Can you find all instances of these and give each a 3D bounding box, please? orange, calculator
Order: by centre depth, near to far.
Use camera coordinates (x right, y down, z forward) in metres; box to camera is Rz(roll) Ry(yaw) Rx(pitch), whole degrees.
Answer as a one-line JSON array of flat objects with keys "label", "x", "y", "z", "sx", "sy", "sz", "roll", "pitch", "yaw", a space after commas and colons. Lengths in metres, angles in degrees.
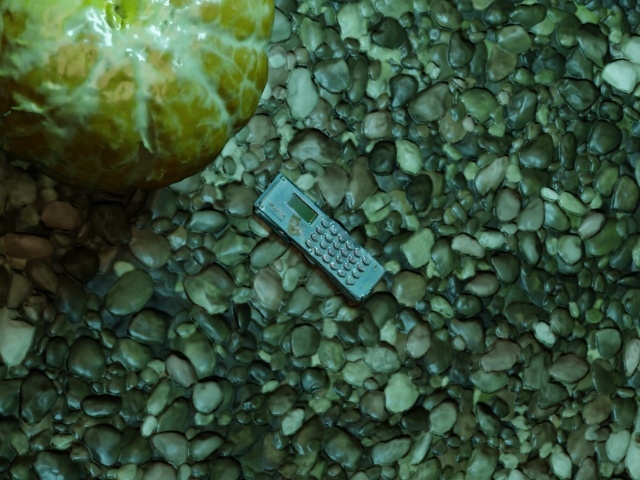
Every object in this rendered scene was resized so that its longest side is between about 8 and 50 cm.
[{"label": "orange", "x": -0.207, "y": -0.209, "z": 1.458, "sx": 0.329, "sy": 0.249, "sz": 0.329, "roll": 1, "pitch": 89, "yaw": -25}, {"label": "calculator", "x": 0.000, "y": 0.000, "z": 1.675, "sx": 0.172, "sy": 0.018, "sz": 0.057, "roll": 43, "pitch": 76, "yaw": -17}]
